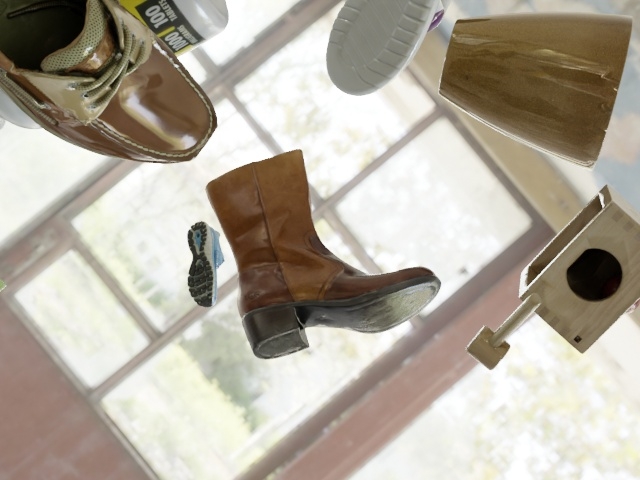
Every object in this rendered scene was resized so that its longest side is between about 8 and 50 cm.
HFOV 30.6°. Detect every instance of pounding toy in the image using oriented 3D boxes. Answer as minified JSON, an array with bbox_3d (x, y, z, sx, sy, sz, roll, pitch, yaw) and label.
[{"bbox_3d":[0.241,0.062,1.126,0.094,0.206,0.181,42,15,1],"label":"pounding toy"}]

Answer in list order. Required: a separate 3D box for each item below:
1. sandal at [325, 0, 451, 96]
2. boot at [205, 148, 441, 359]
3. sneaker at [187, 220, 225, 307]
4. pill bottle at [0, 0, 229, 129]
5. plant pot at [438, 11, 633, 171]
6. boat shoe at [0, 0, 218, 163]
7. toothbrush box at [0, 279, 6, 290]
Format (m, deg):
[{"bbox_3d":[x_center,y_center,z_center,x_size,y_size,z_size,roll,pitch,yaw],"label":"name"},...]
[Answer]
[{"bbox_3d":[0.155,-0.414,1.981,0.102,0.416,0.169,-6,48,-49],"label":"sandal"},{"bbox_3d":[0.000,0.000,1.554,0.096,0.264,0.280,64,8,-56],"label":"boot"},{"bbox_3d":[-0.201,0.046,2.170,0.073,0.063,0.162,19,65,-52],"label":"sneaker"},{"bbox_3d":[-0.284,-0.239,1.288,0.188,0.333,0.188,60,11,-19],"label":"pill bottle"},{"bbox_3d":[0.316,-0.251,1.769,0.254,0.237,0.237,15,-13,7],"label":"plant pot"},{"bbox_3d":[-0.202,-0.150,0.908,0.324,0.123,0.120,33,-3,-40],"label":"boat shoe"},{"bbox_3d":[-0.483,0.105,1.235,0.122,0.206,0.283,50,10,-9],"label":"toothbrush box"}]
